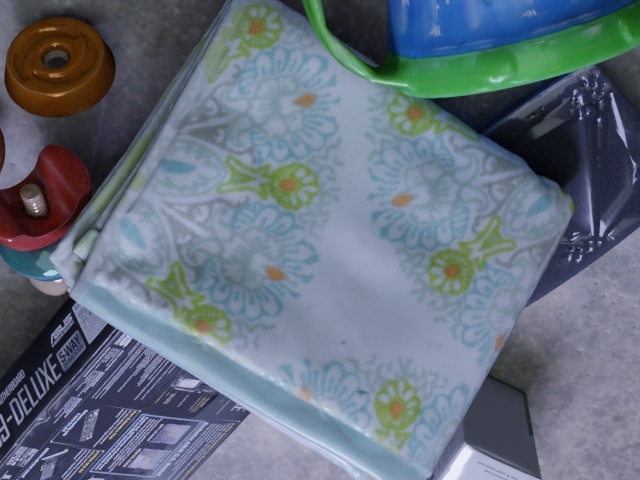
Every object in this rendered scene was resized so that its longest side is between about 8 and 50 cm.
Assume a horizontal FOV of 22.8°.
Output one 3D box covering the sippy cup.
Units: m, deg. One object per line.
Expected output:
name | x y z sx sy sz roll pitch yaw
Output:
sippy cup | 0.146 -0.257 1.307 0.240 0.305 0.224 -1 112 45

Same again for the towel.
towel | 0.000 0.000 1.372 0.374 0.090 0.320 33 77 -8

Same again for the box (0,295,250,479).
box | -0.188 0.156 1.536 0.242 0.076 0.307 14 125 -47

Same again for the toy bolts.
toy bolts | -0.260 -0.064 1.452 0.218 0.228 0.158 -28 153 -14

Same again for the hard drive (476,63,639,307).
hard drive | 0.201 -0.045 1.497 0.255 0.054 0.172 -38 110 19

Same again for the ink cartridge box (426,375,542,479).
ink cartridge box | 0.125 0.254 1.598 0.093 0.154 0.212 26 114 -13
